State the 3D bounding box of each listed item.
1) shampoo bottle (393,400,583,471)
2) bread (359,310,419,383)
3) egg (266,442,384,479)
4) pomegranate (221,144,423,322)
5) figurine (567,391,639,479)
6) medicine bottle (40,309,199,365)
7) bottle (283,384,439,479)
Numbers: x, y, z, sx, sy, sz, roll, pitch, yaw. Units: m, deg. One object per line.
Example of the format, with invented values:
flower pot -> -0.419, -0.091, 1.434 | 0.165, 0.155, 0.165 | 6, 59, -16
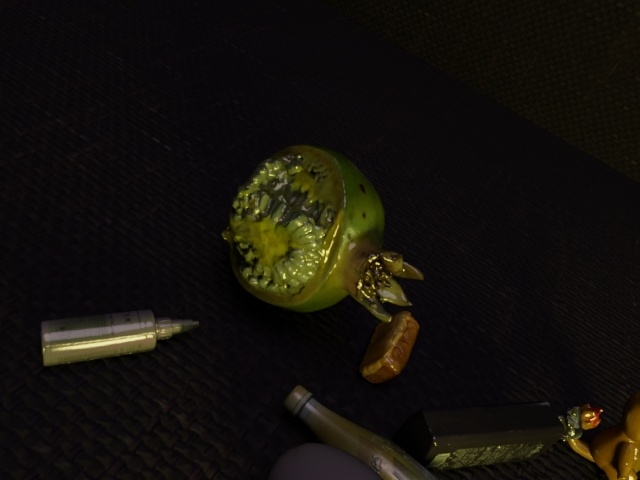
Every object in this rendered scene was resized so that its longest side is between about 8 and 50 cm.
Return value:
shampoo bottle -> 0.265, 0.287, 0.738 | 0.309, 0.098, 0.071 | 6, 39, -22
bread -> 0.112, 0.170, 0.803 | 0.053, 0.074, 0.132 | 46, 42, -5
egg -> 0.019, 0.314, 0.542 | 0.146, 0.147, 0.199 | -17, 56, -39
pomegranate -> 0.000, 0.000, 0.775 | 0.340, 0.261, 0.260 | 37, 40, 29
figurine -> 0.462, 0.296, 0.780 | 0.122, 0.176, 0.121 | 28, 37, 21
medicine bottle -> -0.261, 0.124, 0.670 | 0.198, 0.058, 0.058 | -3, 48, -29
bottle -> 0.061, 0.288, 0.645 | 0.269, 0.083, 0.083 | 35, 41, 16
